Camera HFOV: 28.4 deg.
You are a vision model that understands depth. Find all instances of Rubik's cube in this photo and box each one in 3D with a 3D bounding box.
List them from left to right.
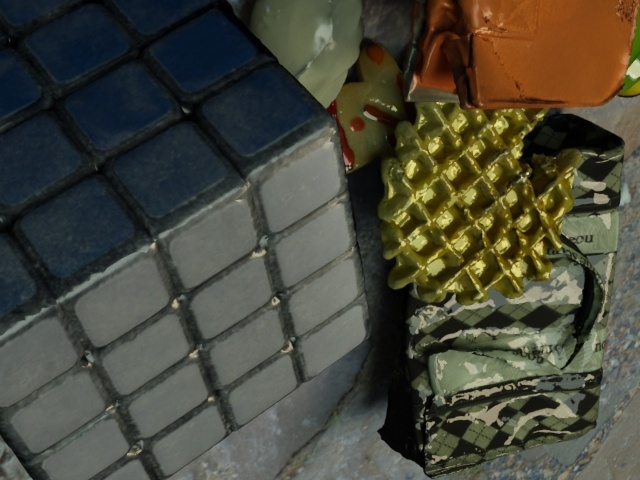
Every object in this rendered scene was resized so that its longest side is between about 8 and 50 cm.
[{"bbox_3d":[-0.192,-0.014,1.104,0.344,0.337,0.343,-32,148,-14],"label":"Rubik's cube"}]

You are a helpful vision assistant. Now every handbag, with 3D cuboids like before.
[{"bbox_3d":[0.213,0.065,1.604,0.317,0.180,0.416,-9,113,-28],"label":"handbag"},{"bbox_3d":[0.219,-0.335,1.277,0.303,0.116,0.410,-6,107,-47],"label":"handbag"}]

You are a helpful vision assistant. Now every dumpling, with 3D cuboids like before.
[{"bbox_3d":[-0.001,-0.225,1.337,0.181,0.111,0.155,-54,160,7],"label":"dumpling"}]

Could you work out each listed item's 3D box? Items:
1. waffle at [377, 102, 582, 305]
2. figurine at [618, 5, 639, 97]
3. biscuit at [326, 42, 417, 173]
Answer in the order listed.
[{"bbox_3d":[0.177,-0.053,1.445,0.250,0.056,0.261,4,104,-22],"label":"waffle"},{"bbox_3d":[0.343,-0.252,1.542,0.162,0.143,0.263,-53,143,9],"label":"figurine"},{"bbox_3d":[0.065,-0.144,1.430,0.234,0.030,0.153,-18,99,-21],"label":"biscuit"}]
